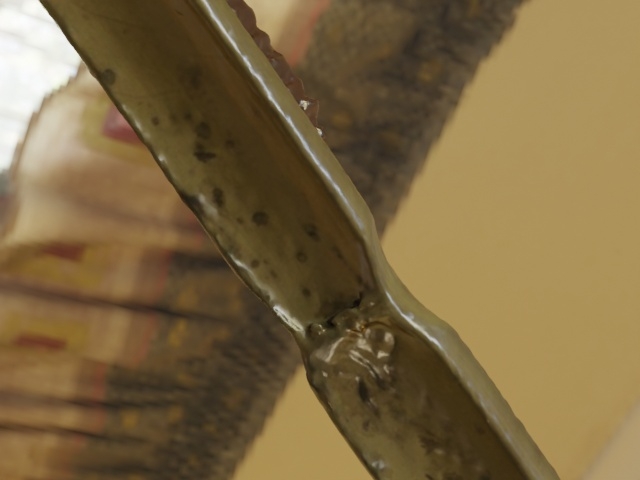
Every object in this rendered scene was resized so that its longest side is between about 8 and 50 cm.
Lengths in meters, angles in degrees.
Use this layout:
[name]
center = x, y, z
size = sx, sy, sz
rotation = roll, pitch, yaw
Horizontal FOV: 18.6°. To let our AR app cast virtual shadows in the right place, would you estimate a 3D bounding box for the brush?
[brush]
center = 0.000, 0.000, 0.498
size = 0.043, 0.248, 0.036
rotation = -32, -171, 26
